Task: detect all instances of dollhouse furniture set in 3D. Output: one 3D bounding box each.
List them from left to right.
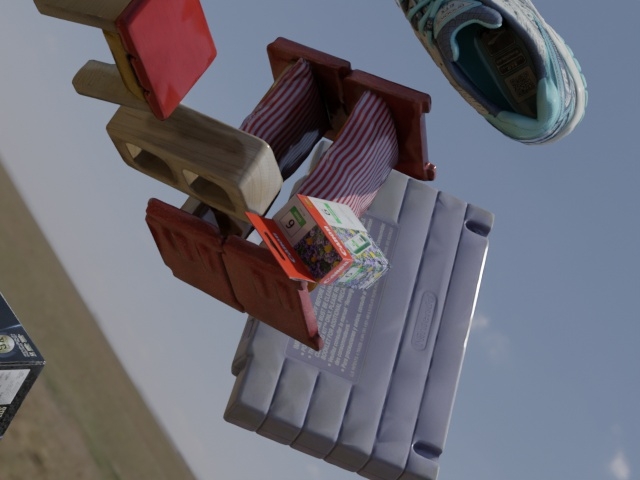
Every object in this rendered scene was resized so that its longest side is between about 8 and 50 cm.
[{"bbox_3d":[-0.038,-0.104,1.007,0.152,0.201,0.374,25,-23,21],"label":"dollhouse furniture set"}]

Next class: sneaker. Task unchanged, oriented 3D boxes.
[{"bbox_3d":[0.116,-0.198,1.113,0.283,0.110,0.122,50,19,2],"label":"sneaker"}]

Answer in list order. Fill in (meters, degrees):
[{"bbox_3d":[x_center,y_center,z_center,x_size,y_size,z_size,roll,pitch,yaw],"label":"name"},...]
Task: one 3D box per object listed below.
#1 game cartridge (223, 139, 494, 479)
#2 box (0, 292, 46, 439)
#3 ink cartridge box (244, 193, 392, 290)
[{"bbox_3d":[0.046,0.074,1.458,0.230,0.355,0.068,21,-36,-4],"label":"game cartridge"},{"bbox_3d":[-0.406,0.152,1.542,0.077,0.180,0.147,4,38,-48],"label":"box"},{"bbox_3d":[0.000,0.000,0.966,0.063,0.029,0.115,55,20,22],"label":"ink cartridge box"}]
